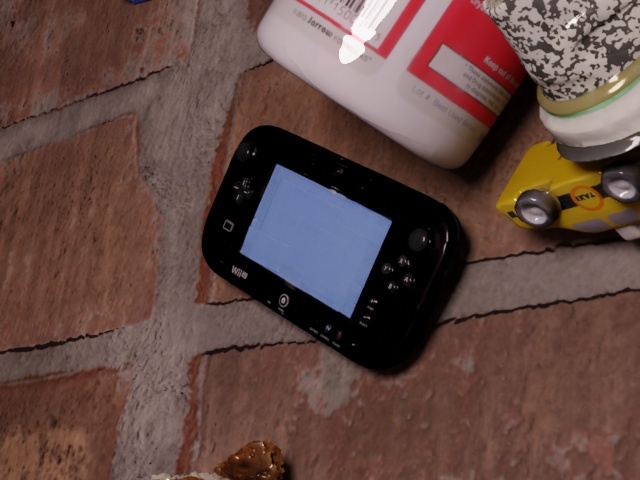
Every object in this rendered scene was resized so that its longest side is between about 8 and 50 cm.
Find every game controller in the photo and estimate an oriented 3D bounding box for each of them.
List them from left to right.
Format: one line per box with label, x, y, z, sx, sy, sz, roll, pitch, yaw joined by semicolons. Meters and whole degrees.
game controller;0.000;0.000;1.150;0.319;0.067;0.166;29;89;44

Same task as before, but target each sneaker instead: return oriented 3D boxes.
sneaker;0.264;-0.263;0.874;0.410;0.182;0.158;-56;28;-12

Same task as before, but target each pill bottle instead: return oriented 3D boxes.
pill bottle;0.140;-0.286;1.045;0.407;0.229;0.229;-56;46;8

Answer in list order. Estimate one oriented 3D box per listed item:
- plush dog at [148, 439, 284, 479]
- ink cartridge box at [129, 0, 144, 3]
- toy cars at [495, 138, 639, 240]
plush dog;-0.112;0.297;1.055;0.262;0.210;0.225;-22;37;-3
ink cartridge box;-0.202;-0.414;1.529;0.097;0.046;0.207;-3;68;40
toy cars;0.317;-0.113;0.924;0.394;0.087;0.176;-40;19;15
